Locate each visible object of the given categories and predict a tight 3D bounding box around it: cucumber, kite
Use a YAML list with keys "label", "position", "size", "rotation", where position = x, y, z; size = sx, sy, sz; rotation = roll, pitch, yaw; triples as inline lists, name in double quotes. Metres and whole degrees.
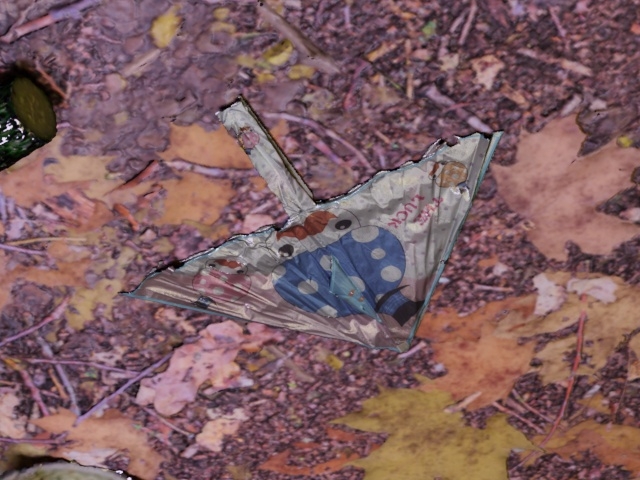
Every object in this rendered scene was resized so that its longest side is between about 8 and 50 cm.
- label: "cucumber"
  position: [-0.362, -0.053, 1.500]
  size: [0.293, 0.068, 0.067]
  rotation: [-26, 129, 20]
- label: "kite"
  position: [0.000, 0.000, 1.610]
  size: [0.406, 0.014, 0.368]
  rotation: [-23, 130, 15]

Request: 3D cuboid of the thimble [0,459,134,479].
- label: "thimble"
  position: [-0.264, 0.377, 1.757]
  size: [0.270, 0.271, 0.150]
  rotation: [16, 130, -18]
